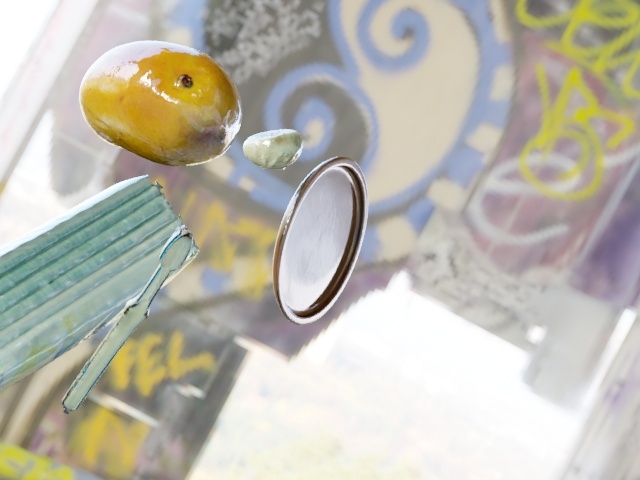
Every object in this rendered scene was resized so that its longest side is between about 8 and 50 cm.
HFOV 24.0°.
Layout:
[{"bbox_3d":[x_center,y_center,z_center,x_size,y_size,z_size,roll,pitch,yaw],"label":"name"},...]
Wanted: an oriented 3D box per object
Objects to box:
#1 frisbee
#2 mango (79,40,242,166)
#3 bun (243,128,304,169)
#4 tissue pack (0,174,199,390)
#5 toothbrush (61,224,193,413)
[{"bbox_3d":[0.000,0.000,2.157,0.021,0.251,0.251,16,-7,27],"label":"frisbee"},{"bbox_3d":[-0.172,-0.136,1.540,0.219,0.112,0.145,0,-35,49],"label":"mango"},{"bbox_3d":[-0.063,-0.125,2.120,0.086,0.055,0.086,-10,10,2],"label":"bun"},{"bbox_3d":[-0.387,0.085,1.971,0.287,0.388,0.162,-29,-86,47],"label":"tissue pack"},{"bbox_3d":[-0.201,0.088,1.551,0.026,0.294,0.028,26,33,-16],"label":"toothbrush"}]
